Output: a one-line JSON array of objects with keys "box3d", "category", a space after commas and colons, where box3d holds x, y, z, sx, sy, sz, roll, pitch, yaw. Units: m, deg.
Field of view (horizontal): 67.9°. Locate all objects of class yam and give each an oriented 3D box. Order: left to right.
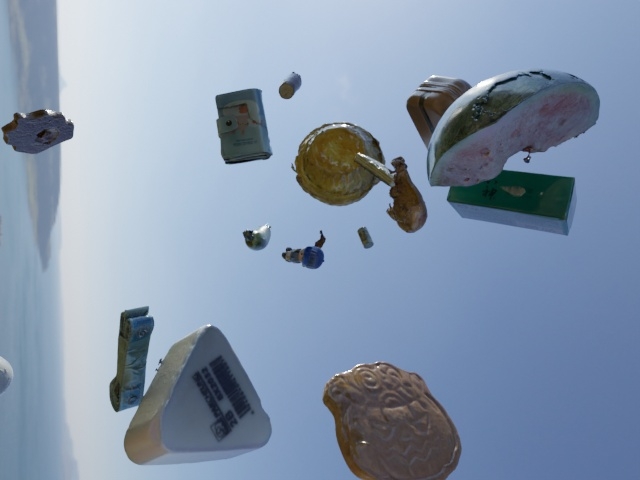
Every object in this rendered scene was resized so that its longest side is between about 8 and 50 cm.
[{"box3d": [-0.132, -0.681, 2.095, 0.127, 0.084, 0.084, -72, -174, -49], "category": "yam"}]

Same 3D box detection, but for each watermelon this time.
[{"box3d": [0.326, -0.242, 0.871, 0.175, 0.321, 0.188, 61, -4, 35], "category": "watermelon"}]

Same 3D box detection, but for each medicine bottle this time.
[{"box3d": [0.186, -0.011, 1.969, 0.047, 0.047, 0.083, -59, -139, 45], "category": "medicine bottle"}]

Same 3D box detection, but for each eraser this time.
[{"box3d": [-0.266, 0.413, 1.155, 0.150, 0.331, 0.331, -29, -117, 29], "category": "eraser"}]

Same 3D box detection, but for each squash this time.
[{"box3d": [-0.214, -0.006, 1.623, 0.318, 0.071, 0.080, -54, 121, -84], "category": "squash"}]

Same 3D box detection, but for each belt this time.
[{"box3d": [-0.470, 0.292, 1.175, 0.087, 0.072, 0.302, 37, -61, 42], "category": "belt"}]

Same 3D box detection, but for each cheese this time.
[{"box3d": [-1.105, 0.442, 1.545, 0.189, 0.198, 0.154, -7, -134, 39], "category": "cheese"}]

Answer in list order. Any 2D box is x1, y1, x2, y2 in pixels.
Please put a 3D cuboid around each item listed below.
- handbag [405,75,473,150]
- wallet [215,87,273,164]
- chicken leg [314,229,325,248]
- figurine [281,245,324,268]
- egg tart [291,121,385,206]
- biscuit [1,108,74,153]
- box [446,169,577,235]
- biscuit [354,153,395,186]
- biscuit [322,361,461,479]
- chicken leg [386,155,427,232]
[{"box3d": [0.434, -0.365, 1.509, 0.283, 0.149, 0.302, 27, -24, 56], "category": "handbag"}, {"box3d": [-0.271, -0.395, 1.653, 0.075, 0.176, 0.251, 90, -10, -78], "category": "wallet"}, {"box3d": [0.001, 0.002, 1.823, 0.021, 0.036, 0.083, 62, 49, -72], "category": "chicken leg"}, {"box3d": [-0.058, 0.054, 1.543, 0.149, 0.086, 0.087, -2, -53, 44], "category": "figurine"}, {"box3d": [0.071, -0.331, 1.938, 0.169, 0.387, 0.388, 72, 6, -72], "category": "egg tart"}, {"box3d": [-0.811, -0.319, 1.358, 0.034, 0.182, 0.215, 61, -9, 5], "category": "biscuit"}, {"box3d": [0.422, -0.090, 1.048, 0.244, 0.153, 0.092, 14, -94, 30], "category": "box"}, {"box3d": [0.205, -0.217, 1.541, 0.199, 0.121, 0.041, 46, -69, 43], "category": "biscuit"}, {"box3d": [0.208, 0.498, 1.317, 0.062, 0.385, 0.365, -60, -139, 36], "category": "biscuit"}, {"box3d": [0.222, -0.121, 1.271, 0.101, 0.085, 0.208, 17, -50, 61], "category": "chicken leg"}]
